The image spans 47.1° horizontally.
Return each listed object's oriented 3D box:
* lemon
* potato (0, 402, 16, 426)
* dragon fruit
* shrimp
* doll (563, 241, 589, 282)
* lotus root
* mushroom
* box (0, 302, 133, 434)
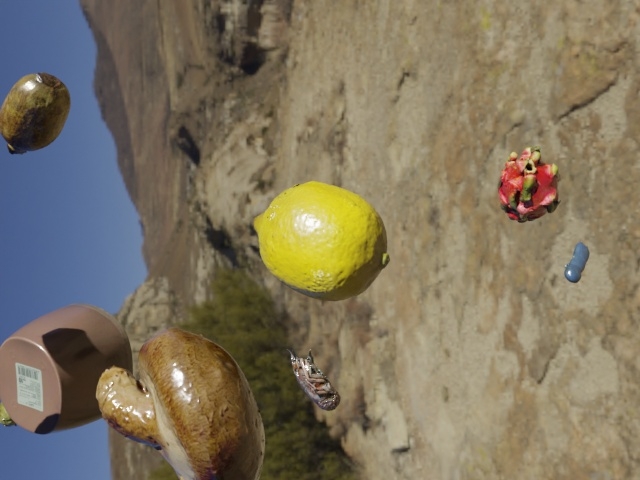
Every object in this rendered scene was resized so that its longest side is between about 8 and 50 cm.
[{"bbox_3d":[0.000,0.000,1.570,0.245,0.319,0.245,-46,-33,-44],"label":"lemon"},{"bbox_3d":[-0.920,0.474,2.279,0.117,0.090,0.226,-34,25,51],"label":"potato"},{"bbox_3d":[0.483,-0.131,1.682,0.166,0.160,0.172,-49,-18,-10],"label":"dragon fruit"},{"bbox_3d":[-0.019,0.336,1.793,0.190,0.073,0.075,51,158,0],"label":"shrimp"},{"bbox_3d":[0.520,0.043,1.483,0.027,0.037,0.125,-44,4,47],"label":"doll"},{"bbox_3d":[-0.702,-0.301,1.787,0.260,0.145,0.129,-48,50,34],"label":"lotus root"},{"bbox_3d":[-0.214,0.312,1.291,0.345,0.239,0.345,43,172,8],"label":"mushroom"},{"bbox_3d":[-0.629,0.316,1.789,0.216,0.300,0.301,-18,-70,-60],"label":"box"}]
